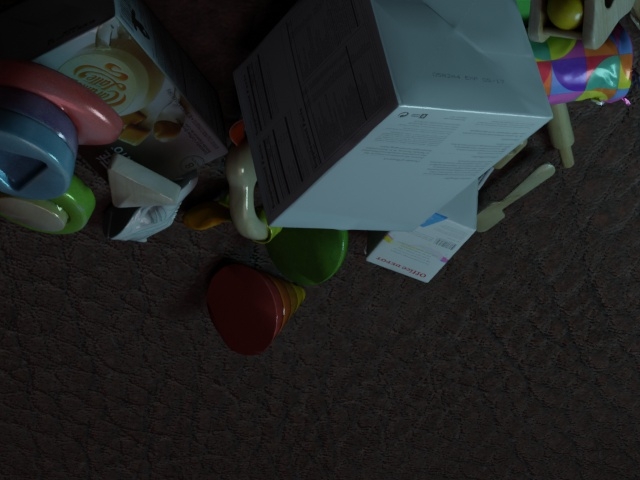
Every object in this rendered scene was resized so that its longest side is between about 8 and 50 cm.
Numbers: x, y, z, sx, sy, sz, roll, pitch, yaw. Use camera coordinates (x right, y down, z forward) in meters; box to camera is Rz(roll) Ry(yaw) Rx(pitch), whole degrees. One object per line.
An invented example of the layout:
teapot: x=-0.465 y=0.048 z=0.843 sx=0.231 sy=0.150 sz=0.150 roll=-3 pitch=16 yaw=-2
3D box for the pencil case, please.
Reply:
pencil case: x=0.245 y=-0.194 z=1.813 sx=0.236 sy=0.104 sz=0.104 roll=-5 pitch=140 yaw=-9

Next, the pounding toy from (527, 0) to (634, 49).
pounding toy: x=0.280 y=-0.323 z=1.570 sx=0.154 sy=0.155 sz=0.269 roll=-29 pitch=124 yaw=-46

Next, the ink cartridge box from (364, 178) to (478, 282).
ink cartridge box: x=0.121 y=-0.022 z=1.971 sx=0.092 sy=0.090 sz=0.143 roll=21 pitch=139 yaw=-17

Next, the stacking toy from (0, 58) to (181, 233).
stacking toy: x=-0.332 y=-0.054 z=1.681 sx=0.309 sy=0.130 sz=0.279 roll=-9 pitch=144 yaw=40

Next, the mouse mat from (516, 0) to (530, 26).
mouse mat: x=0.187 y=-0.270 z=1.736 sx=0.190 sy=0.007 sz=0.152 roll=-5 pitch=158 yaw=-17

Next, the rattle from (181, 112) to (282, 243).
rattle: x=-0.114 y=-0.093 z=1.861 sx=0.130 sy=0.143 sz=0.199 roll=-53 pitch=145 yaw=-19

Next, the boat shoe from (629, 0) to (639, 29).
boat shoe: x=0.403 y=-0.274 z=1.758 sx=0.122 sy=0.110 sz=0.341 roll=-32 pitch=138 yaw=21

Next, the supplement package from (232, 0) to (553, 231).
supplement package: x=0.068 y=-0.154 z=1.670 sx=0.199 sy=0.198 sz=0.263 roll=2 pitch=153 yaw=-33

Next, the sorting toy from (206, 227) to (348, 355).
sorting toy: x=0.000 y=0.000 z=2.002 sx=0.126 sy=0.127 sz=0.365 roll=-14 pitch=150 yaw=-51

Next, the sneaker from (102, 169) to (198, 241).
sneaker: x=-0.195 y=-0.046 z=1.908 sx=0.152 sy=0.053 sz=0.061 roll=-34 pitch=146 yaw=32

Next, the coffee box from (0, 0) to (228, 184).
coffee box: x=-0.221 y=-0.168 z=1.711 sx=0.141 sy=0.098 sz=0.246 roll=-24 pitch=140 yaw=13

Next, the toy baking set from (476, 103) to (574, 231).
toy baking set: x=0.219 y=-0.118 z=1.958 sx=0.197 sy=0.030 sz=0.256 roll=-17 pitch=135 yaw=13
